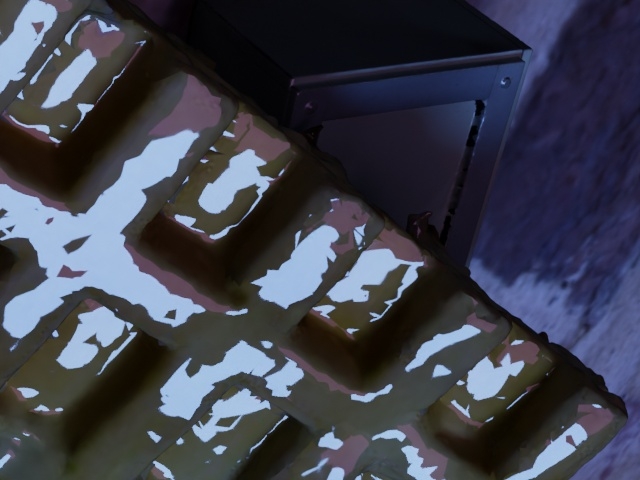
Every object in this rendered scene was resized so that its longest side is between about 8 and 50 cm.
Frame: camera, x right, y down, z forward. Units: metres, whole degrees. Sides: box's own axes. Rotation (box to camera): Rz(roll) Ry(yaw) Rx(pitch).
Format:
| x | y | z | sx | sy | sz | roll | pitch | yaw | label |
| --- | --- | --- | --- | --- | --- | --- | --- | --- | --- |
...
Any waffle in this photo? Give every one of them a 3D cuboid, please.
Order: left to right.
| x | y | z | sx | sy | sz | roll | pitch | yaw | label |
| --- | --- | --- | --- | --- | --- | --- | --- | --- | --- |
| -0.085 | 0.077 | 0.652 | 0.348 | 0.077 | 0.304 | 35 | 106 | -26 | waffle |

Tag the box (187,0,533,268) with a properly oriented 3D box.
| x | y | z | sx | sy | sz | roll | pitch | yaw | label |
| --- | --- | --- | --- | --- | --- | --- | --- | --- | --- |
| 0.000 | 0.000 | 0.757 | 0.129 | 0.086 | 0.225 | -11 | 129 | -34 | box |
